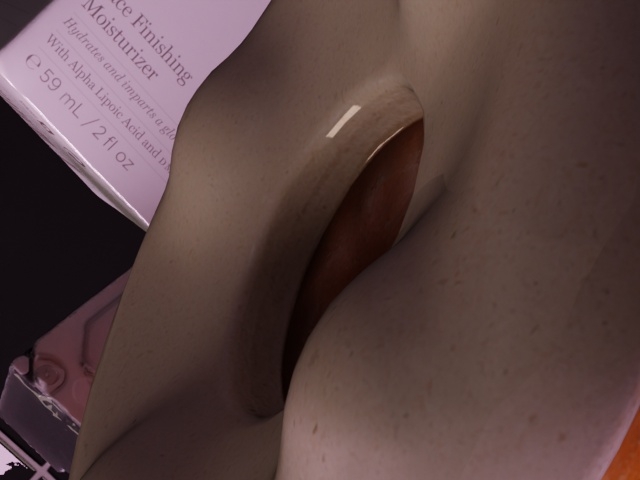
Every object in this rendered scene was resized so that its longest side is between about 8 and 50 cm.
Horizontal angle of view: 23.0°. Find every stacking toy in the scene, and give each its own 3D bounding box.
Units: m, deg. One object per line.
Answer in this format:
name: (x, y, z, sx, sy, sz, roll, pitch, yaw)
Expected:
stacking toy: (0.177, 0.085, 0.573, 0.480, 0.351, 0.350, 25, 179, -20)

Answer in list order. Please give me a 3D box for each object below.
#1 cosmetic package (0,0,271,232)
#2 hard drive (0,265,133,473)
cosmetic package: (-0.096, -0.125, 0.922, 0.151, 0.184, 0.151, 47, 172, -27)
hard drive: (0.015, 0.066, 0.918, 0.237, 0.339, 0.064, 42, 141, 11)
